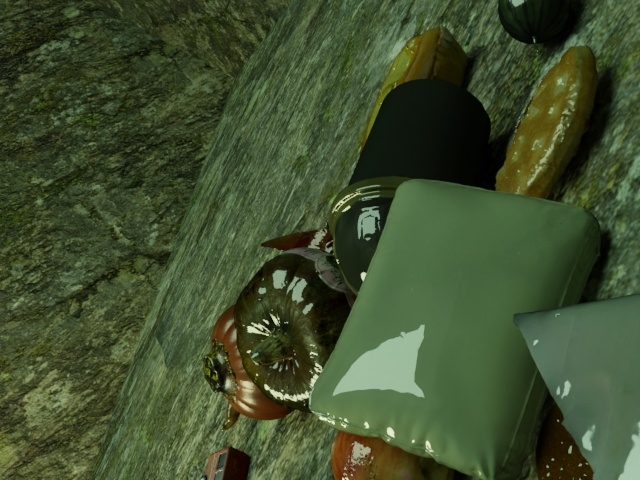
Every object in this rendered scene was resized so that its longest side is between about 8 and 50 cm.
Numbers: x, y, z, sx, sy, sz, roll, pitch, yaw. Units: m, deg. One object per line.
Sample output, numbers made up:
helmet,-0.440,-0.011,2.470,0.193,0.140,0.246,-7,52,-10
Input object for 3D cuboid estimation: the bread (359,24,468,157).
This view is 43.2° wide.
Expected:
bread,0.165,-0.228,1.421,0.152,0.119,0.288,-15,51,61

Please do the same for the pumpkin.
pumpkin,-0.029,0.146,1.228,0.260,0.189,0.260,11,106,43

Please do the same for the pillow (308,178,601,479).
pillow,0.149,0.085,0.898,0.255,0.120,0.322,14,68,31

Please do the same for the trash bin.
trash bin,0.131,-0.055,1.145,0.214,0.214,0.334,-37,28,54

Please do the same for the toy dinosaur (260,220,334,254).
toy dinosaur,-0.001,0.008,1.568,0.207,0.112,0.327,-59,21,15

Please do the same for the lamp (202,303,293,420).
lamp,-0.109,0.214,1.456,0.223,0.196,0.223,42,139,51

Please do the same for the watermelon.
watermelon,0.312,-0.329,1.177,0.105,0.105,0.133,-35,47,55

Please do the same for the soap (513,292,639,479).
soap,0.261,0.173,0.590,0.302,0.158,0.258,-25,45,64

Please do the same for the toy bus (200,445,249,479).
toy bus,-0.195,0.506,1.510,0.096,0.073,0.235,-39,30,39

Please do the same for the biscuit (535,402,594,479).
biscuit,0.259,0.203,0.746,0.124,0.026,0.175,-64,18,2

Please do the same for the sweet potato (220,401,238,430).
sweet potato,-0.180,0.311,1.762,0.050,0.050,0.214,-40,36,50

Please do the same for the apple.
apple,0.086,0.256,0.958,0.146,0.146,0.146,-52,22,31

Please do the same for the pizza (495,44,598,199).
pizza,0.295,-0.130,1.030,0.246,0.058,0.127,-68,20,-7
